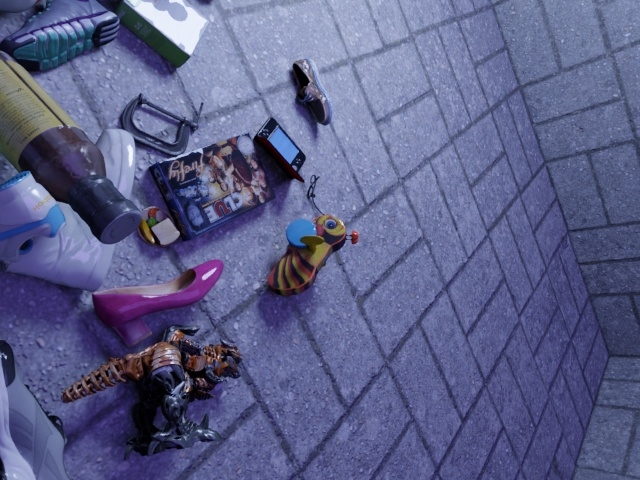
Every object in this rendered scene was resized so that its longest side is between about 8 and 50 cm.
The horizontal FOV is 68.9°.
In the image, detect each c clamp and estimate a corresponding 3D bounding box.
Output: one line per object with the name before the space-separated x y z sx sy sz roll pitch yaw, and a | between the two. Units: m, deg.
c clamp | -0.321 -0.245 0.951 0.160 0.022 0.137 14 78 -43

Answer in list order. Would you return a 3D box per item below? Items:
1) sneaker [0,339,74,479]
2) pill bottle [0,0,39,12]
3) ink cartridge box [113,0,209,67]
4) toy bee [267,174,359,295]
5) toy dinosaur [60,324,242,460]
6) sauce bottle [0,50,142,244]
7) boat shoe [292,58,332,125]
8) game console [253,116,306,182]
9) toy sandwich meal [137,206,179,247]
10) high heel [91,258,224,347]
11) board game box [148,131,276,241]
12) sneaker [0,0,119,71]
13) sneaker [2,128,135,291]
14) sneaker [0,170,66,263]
sneaker | -0.445 0.276 0.692 0.108 0.100 0.272 -19 99 -58
pill bottle | -0.456 -0.533 0.762 0.181 0.181 0.323 45 55 -28
ink cartridge box | -0.340 -0.466 0.941 0.209 0.062 0.109 35 60 -33
toy bee | 0.000 0.000 1.087 0.195 0.162 0.298 12 96 -79
toy dinosaur | -0.280 0.261 0.834 0.321 0.164 0.219 -2 69 -29
sauce bottle | -0.402 -0.135 0.689 0.344 0.111 0.111 45 48 11
boat shoe | -0.028 -0.386 1.228 0.066 0.066 0.183 -19 86 -39
game console | -0.081 -0.220 1.125 0.144 0.085 0.124 47 54 -27
toy sandwich meal | -0.314 -0.027 0.906 0.085 0.029 0.086 10 76 -42
high heel | -0.294 0.079 0.872 0.244 0.082 0.117 -37 119 -27
board game box | -0.221 -0.121 1.004 0.243 0.042 0.165 -33 105 -42
sneaker | -0.467 -0.369 0.810 0.098 0.083 0.224 45 47 -2
sneaker | -0.417 -0.075 0.765 0.169 0.108 0.293 21 69 -43
sneaker | -0.458 -0.004 0.641 0.092 0.228 0.087 57 20 -26
